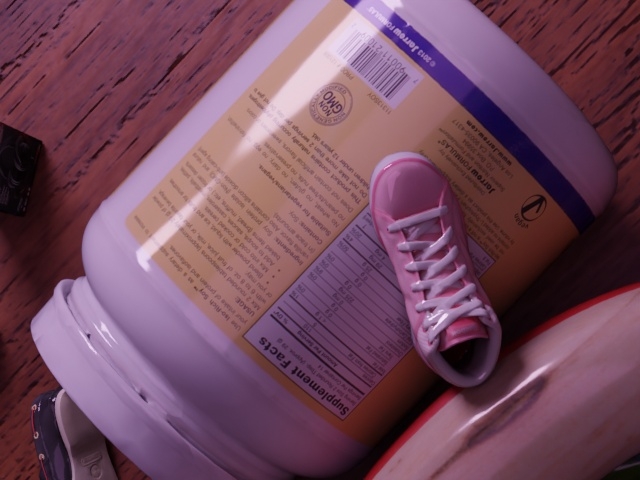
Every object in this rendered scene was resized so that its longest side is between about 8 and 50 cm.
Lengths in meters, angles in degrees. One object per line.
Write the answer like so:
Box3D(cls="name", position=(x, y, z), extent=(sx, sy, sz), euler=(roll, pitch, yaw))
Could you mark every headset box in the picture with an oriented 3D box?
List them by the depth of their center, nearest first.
Box3D(cls="headset box", position=(-0.245, -0.056, 1.067), extent=(0.032, 0.083, 0.062), euler=(12, 85, 14))

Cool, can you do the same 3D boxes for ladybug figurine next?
Box3D(cls="ladybug figurine", position=(0.171, 0.176, 0.875), extent=(0.449, 0.162, 0.305), euler=(-37, 114, 4))

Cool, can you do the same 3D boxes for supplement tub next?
Box3D(cls="supplement tub", position=(0.000, 0.000, 0.924), extent=(0.241, 0.241, 0.331), euler=(44, 94, 14))

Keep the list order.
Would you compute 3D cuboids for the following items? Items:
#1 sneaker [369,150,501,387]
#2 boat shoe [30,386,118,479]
Box3D(cls="sneaker", position=(0.066, 0.019, 0.780), extent=(0.051, 0.070, 0.134), euler=(-18, 110, -7))
Box3D(cls="boat shoe", position=(-0.179, 0.172, 1.046), extent=(0.042, 0.049, 0.133), euler=(-15, 86, 38))
